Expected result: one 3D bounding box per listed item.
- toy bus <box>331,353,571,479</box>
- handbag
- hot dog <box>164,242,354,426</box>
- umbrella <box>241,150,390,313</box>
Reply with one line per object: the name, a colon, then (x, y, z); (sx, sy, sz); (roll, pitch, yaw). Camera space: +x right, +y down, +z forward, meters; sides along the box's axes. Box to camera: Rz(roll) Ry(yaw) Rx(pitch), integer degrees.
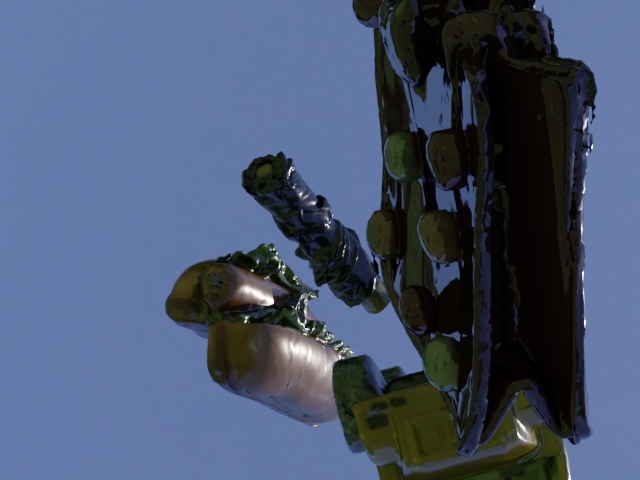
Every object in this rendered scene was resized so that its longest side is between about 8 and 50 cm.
toy bus: (0.093, 0.124, 1.095); (0.121, 0.335, 0.123); (-14, -97, 6)
handbag: (0.067, -0.030, 0.835); (0.203, 0.074, 0.216); (-111, -167, -58)
hot dog: (-0.038, 0.080, 1.525); (0.100, 0.337, 0.135); (-37, -109, 4)
umbrella: (0.000, 0.000, 1.119); (0.040, 0.144, 0.037); (-32, -141, 11)
